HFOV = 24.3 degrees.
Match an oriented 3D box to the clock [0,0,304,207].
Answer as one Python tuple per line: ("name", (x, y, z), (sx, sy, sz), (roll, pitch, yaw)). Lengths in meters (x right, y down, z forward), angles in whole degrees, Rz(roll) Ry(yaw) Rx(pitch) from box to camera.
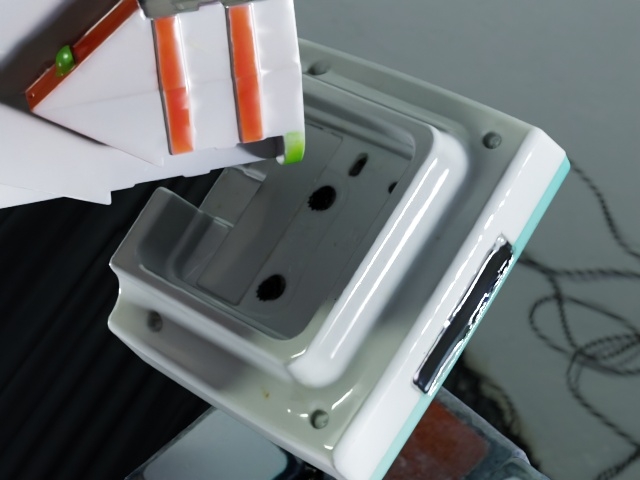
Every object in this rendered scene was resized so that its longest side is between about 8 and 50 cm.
("clock", (-0.187, -0.122, 0.859), (0.309, 0.235, 0.166), (-12, 120, -11))

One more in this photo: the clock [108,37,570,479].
("clock", (0.000, 0.000, 0.997), (0.231, 0.262, 0.116), (26, 170, 40))

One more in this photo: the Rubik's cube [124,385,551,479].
("Rubik's cube", (0.039, 0.324, 1.118), (0.359, 0.363, 0.362), (36, 160, 40))
